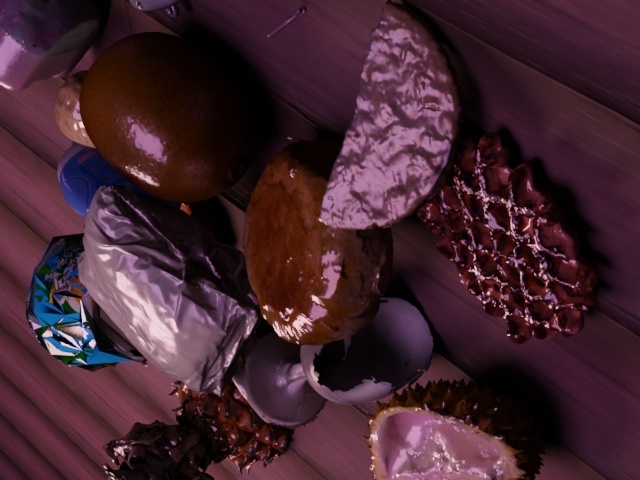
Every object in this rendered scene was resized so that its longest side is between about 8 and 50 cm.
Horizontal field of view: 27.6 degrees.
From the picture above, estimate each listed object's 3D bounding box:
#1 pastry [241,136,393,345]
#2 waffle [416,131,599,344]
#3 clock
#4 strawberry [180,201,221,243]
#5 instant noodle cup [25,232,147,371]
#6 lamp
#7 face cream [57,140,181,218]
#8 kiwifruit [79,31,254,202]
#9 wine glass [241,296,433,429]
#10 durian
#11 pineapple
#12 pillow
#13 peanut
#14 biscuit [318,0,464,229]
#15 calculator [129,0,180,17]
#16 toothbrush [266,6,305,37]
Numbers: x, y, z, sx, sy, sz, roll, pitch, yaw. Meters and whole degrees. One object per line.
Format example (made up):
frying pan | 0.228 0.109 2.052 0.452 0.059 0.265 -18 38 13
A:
pastry | 0.002 0.005 1.533 0.257 0.121 0.235 39 126 53
waffle | 0.197 0.004 1.365 0.234 0.055 0.221 54 153 12
clock | -0.090 0.202 1.920 0.151 0.062 0.191 55 178 1
strawberry | -0.183 -0.019 1.921 0.104 0.048 0.152 -2 103 65
instant noodle cup | -0.327 0.098 2.095 0.178 0.240 0.240 -4 118 49
lamp | -0.439 -0.379 1.787 0.301 0.247 0.247 46 120 3
face cream | -0.306 -0.088 1.914 0.264 0.149 0.083 35 141 52
kiwifruit | -0.187 -0.150 1.636 0.234 0.196 0.196 39 148 16
wine glass | 0.019 0.156 1.708 0.143 0.143 0.321 56 149 -1
durian | 0.164 0.226 1.557 0.250 0.138 0.183 -14 110 51
pineapple | -0.226 0.326 2.108 0.262 0.272 0.262 36 146 29
pillow | -0.209 0.062 1.734 0.283 0.138 0.310 39 152 6
peanut | -0.289 -0.177 1.842 0.274 0.111 0.125 23 161 41
biscuit | 0.082 -0.109 1.342 0.133 0.032 0.250 27 112 25
calculator | -0.235 -0.386 1.606 0.141 0.045 0.246 -3 118 57
toothbrush | -0.041 -0.249 1.499 0.097 0.008 0.006 -22 88 62
